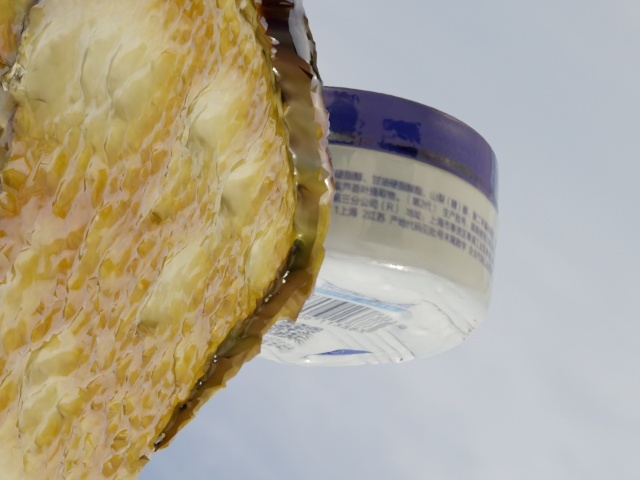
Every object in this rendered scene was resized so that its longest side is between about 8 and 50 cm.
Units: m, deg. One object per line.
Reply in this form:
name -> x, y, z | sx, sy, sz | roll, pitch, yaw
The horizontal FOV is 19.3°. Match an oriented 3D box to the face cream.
face cream -> 0.000, 0.000, 1.090 | 0.206, 0.206, 0.111 | 18, -114, -36

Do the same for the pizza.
pizza -> -0.073, 0.018, 0.553 | 0.074, 0.288, 0.251 | 21, -175, 23
